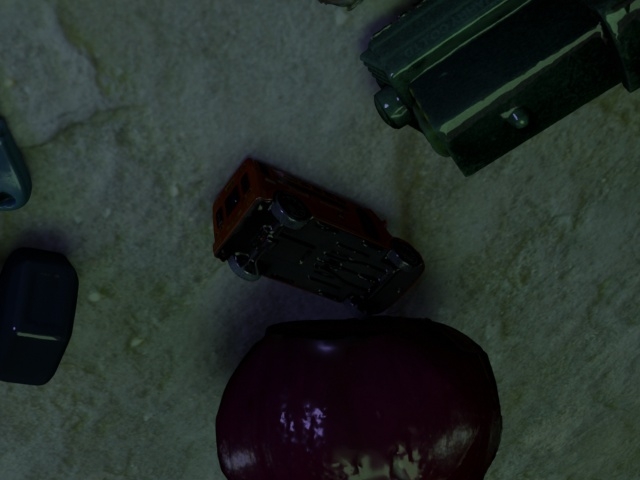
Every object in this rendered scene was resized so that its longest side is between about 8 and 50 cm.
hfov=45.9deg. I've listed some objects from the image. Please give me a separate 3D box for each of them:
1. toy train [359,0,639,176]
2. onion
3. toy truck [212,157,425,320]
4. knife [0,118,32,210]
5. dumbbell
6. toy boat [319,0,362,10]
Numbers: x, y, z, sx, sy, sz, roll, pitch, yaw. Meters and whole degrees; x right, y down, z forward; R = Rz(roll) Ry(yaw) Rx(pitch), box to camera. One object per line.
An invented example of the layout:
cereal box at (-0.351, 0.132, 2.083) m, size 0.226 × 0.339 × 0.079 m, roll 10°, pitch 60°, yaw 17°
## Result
toy train at (0.205, -0.195, 0.732) m, size 0.330 × 0.178 × 0.138 m, roll -33°, pitch 135°, yaw 13°
onion at (0.046, 0.308, 0.992) m, size 0.398 × 0.420 × 0.398 m, roll 0°, pitch 169°, yaw 0°
toy truck at (0.000, 0.000, 0.904) m, size 0.252 × 0.114 × 0.107 m, roll 21°, pitch 123°, yaw -32°
knife at (-0.334, -0.129, 0.729) m, size 0.058 × 0.032 × 0.244 m, roll -4°, pitch 131°, yaw -3°
dumbbell at (-0.429, 0.059, 0.797) m, size 0.324 × 0.160 × 0.144 m, roll 13°, pitch 97°, yaw -30°
toy boat at (-0.007, -0.301, 0.642) m, size 0.155 × 0.085 × 0.227 m, roll -35°, pitch 146°, yaw 29°
